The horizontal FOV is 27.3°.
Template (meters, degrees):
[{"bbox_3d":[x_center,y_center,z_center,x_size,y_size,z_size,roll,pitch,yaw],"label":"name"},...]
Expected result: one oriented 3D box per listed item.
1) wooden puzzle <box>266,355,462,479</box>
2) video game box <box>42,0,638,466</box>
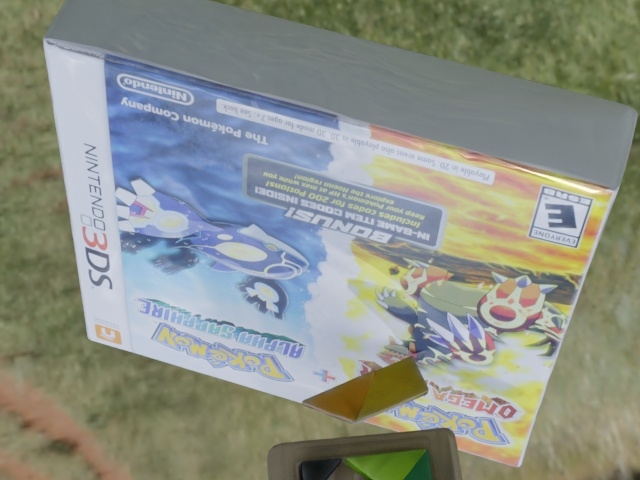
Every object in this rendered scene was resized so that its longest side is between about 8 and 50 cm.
[{"bbox_3d":[0.018,0.104,0.489,0.079,0.116,0.014,-12,158,-5],"label":"wooden puzzle"},{"bbox_3d":[0.000,0.000,0.519,0.205,0.048,0.187,15,144,9],"label":"video game box"}]
